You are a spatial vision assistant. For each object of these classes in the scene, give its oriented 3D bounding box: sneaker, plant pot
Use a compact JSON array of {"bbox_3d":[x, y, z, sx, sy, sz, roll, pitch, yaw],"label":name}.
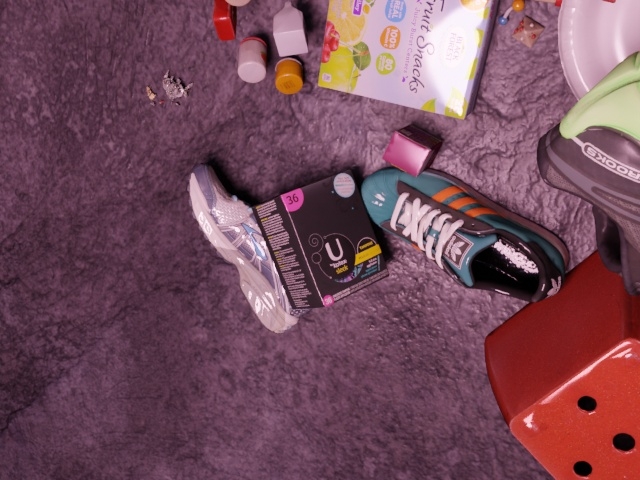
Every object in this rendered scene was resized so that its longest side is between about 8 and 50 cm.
[{"bbox_3d":[0.414,-0.017,0.764,0.483,0.185,0.202,36,139,-25],"label":"sneaker"},{"bbox_3d":[0.179,-0.011,0.946,0.302,0.121,0.108,24,114,15],"label":"sneaker"},{"bbox_3d":[-0.091,-0.007,1.083,0.122,0.110,0.283,-33,94,9],"label":"sneaker"},{"bbox_3d":[0.364,0.188,0.867,0.267,0.236,0.267,47,117,4],"label":"plant pot"}]

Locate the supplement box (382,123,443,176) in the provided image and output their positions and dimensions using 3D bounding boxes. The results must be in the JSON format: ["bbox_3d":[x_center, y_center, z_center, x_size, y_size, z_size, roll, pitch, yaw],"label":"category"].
[{"bbox_3d":[0.125,-0.121,0.957,0.055,0.083,0.043,31,114,12],"label":"supplement box"}]

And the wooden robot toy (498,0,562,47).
[{"bbox_3d":[0.255,-0.318,0.850,0.076,0.079,0.173,12,110,19],"label":"wooden robot toy"}]

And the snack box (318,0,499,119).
[{"bbox_3d":[0.112,-0.267,0.922,0.207,0.070,0.174,16,116,16],"label":"snack box"}]

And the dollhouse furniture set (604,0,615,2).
[{"bbox_3d":[0.329,-0.235,0.523,0.201,0.374,0.152,16,114,15],"label":"dollhouse furniture set"}]

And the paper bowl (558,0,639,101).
[{"bbox_3d":[0.407,-0.237,0.777,0.284,0.148,0.284,6,106,21],"label":"paper bowl"}]

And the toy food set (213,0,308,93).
[{"bbox_3d":[-0.079,-0.310,0.951,0.111,0.104,0.232,-7,146,8],"label":"toy food set"}]

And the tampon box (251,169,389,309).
[{"bbox_3d":[0.000,0.000,0.999,0.101,0.120,0.161,-14,99,60],"label":"tampon box"}]

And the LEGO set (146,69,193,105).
[{"bbox_3d":[-0.236,-0.230,1.103,0.083,0.023,0.054,-29,93,26],"label":"LEGO set"}]
